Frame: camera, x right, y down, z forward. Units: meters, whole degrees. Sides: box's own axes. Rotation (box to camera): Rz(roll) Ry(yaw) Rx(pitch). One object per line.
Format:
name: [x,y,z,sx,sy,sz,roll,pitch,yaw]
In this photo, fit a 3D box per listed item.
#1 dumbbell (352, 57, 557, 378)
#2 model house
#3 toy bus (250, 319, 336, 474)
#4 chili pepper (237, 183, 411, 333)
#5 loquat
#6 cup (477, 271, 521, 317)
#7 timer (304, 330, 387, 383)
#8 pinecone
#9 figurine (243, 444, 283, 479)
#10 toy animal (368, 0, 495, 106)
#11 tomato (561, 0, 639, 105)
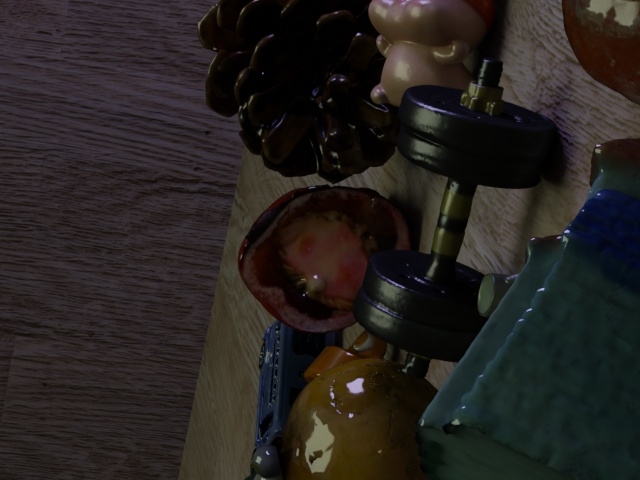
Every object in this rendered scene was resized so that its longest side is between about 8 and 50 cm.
dumbbell: [0.153,-0.022,1.700,0.185,0.185,0.388,-117,39,-69]
model house: [0.255,0.096,1.188,0.329,0.252,0.295,-62,-19,-21]
toy bus: [-0.039,0.276,2.473,0.133,0.125,0.292,122,155,-60]
chili pepper: [0.000,0.000,2.235,0.251,0.229,0.305,-37,14,4]
loquat: [0.061,0.259,1.809,0.235,0.235,0.235,-171,90,-77]
cup: [0.219,0.062,1.574,0.075,0.083,0.054,130,148,-64]
timer: [0.068,0.168,2.156,0.152,0.132,0.132,-59,7,-15]
pinecone: [0.003,-0.248,2.144,0.384,0.384,0.384,-171,90,-77]
figurine: [-0.028,0.437,2.205,0.382,0.186,0.261,-174,81,-72]
toy animal: [0.152,-0.270,1.945,0.171,0.171,0.198,-157,72,-77]
tomato: [0.292,-0.213,1.298,0.214,0.155,0.181,-106,23,-59]
